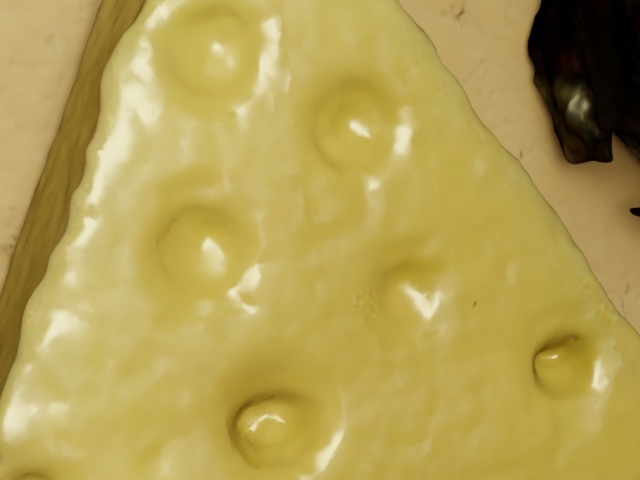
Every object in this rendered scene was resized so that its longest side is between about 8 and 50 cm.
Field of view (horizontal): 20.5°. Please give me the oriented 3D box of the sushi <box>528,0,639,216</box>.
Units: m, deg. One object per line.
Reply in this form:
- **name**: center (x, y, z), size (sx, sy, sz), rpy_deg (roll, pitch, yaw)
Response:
- **sushi**: center (0.276, -0.129, 0.894), size (0.299, 0.294, 0.281), rpy_deg (5, 85, -6)

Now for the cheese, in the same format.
- **cheese**: center (-0.024, 0.019, 0.858), size (0.384, 0.104, 0.384), rpy_deg (-2, 96, -22)
